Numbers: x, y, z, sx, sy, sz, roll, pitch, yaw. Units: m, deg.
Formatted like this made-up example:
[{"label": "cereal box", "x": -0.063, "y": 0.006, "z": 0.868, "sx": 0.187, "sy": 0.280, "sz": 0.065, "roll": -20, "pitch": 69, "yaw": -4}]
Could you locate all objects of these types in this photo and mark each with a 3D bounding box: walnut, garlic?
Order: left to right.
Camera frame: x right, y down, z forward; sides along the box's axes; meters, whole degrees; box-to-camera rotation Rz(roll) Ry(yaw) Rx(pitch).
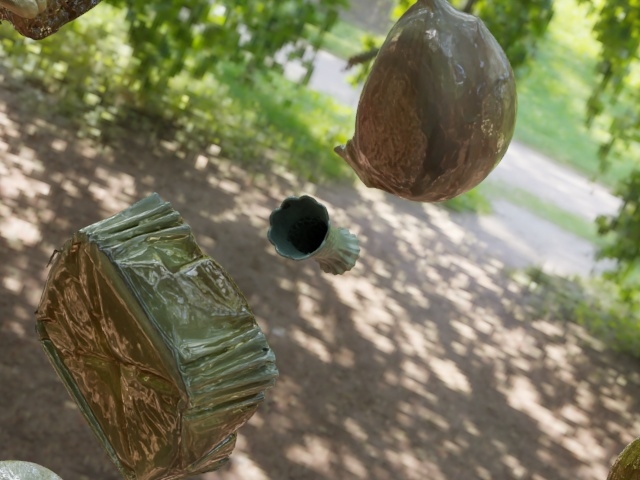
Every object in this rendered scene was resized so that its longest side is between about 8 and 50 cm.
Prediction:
[{"label": "garlic", "x": 0.113, "y": -0.140, "z": 1.116, "sx": 0.148, "sy": 0.267, "sz": 0.128, "roll": 11, "pitch": 34, "yaw": -7}, {"label": "walnut", "x": 0.262, "y": 0.194, "z": 0.999, "sx": 0.052, "sy": 0.121, "sz": 0.091, "roll": 31, "pitch": 12, "yaw": 24}]

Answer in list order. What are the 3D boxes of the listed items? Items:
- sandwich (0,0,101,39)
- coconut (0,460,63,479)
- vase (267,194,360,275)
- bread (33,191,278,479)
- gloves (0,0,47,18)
[{"label": "sandwich", "x": -0.404, "y": -0.396, "z": 1.772, "sx": 0.226, "sy": 0.087, "sz": 0.251, "roll": -33, "pitch": 43, "yaw": -26}, {"label": "coconut", "x": -0.484, "y": 0.455, "z": 1.901, "sx": 0.227, "sy": 0.227, "sz": 0.230, "roll": 21, "pitch": -22, "yaw": -16}, {"label": "vase", "x": 0.000, "y": 0.000, "z": 1.506, "sx": 0.081, "sy": 0.081, "sz": 0.148, "roll": 30, "pitch": 0, "yaw": 25}, {"label": "bread", "x": -0.138, "y": 0.090, "z": 1.050, "sx": 0.109, "sy": 0.192, "sz": 0.210, "roll": -22, "pitch": 64, "yaw": -38}, {"label": "gloves", "x": -0.339, "y": -0.266, "z": 1.108, "sx": 0.203, "sy": 0.164, "sz": 0.124, "roll": 42, "pitch": 1, "yaw": -36}]
